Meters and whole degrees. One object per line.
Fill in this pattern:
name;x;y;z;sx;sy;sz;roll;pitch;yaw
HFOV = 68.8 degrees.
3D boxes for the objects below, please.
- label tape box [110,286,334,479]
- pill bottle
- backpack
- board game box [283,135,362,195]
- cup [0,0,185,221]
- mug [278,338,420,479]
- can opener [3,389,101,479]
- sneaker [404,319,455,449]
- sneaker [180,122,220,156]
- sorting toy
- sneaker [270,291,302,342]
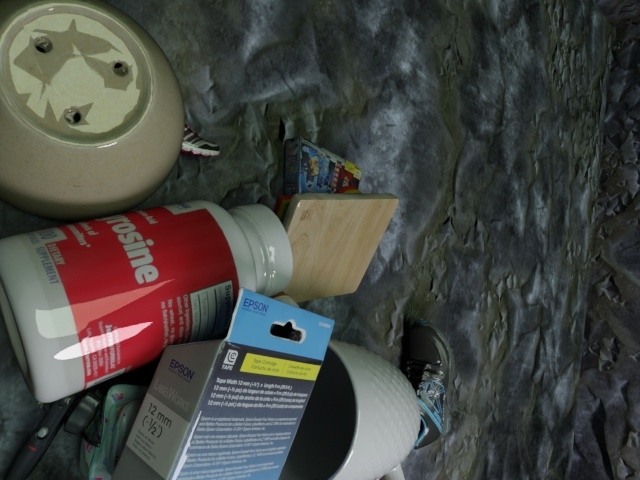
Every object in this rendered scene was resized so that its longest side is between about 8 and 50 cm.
label tape box;-0.135;0.251;0.716;0.249;0.115;0.348;30;77;-53
pill bottle;-0.253;0.063;0.735;0.407;0.229;0.229;-18;101;-39
backpack;-0.295;0.323;0.758;0.165;0.144;0.189;18;86;-43
board game box;-0.008;-0.103;1.049;0.194;0.060;0.194;20;78;-38
cup;-0.329;-0.190;0.629;0.330;0.237;0.331;-1;93;-28
mug;0.067;0.392;0.936;0.328;0.276;0.374;26;37;-47
can opener;-0.403;0.289;0.681;0.073;0.059;0.186;39;91;4
sneaker;0.273;0.385;1.237;0.139;0.125;0.341;-11;96;-42
sneaker;-0.256;-0.199;0.839;0.170;0.063;0.075;13;88;-34
sorting toy;0.000;0.000;0.968;0.255;0.089;0.257;-4;129;-38
sneaker;-0.140;0.220;0.899;0.290;0.123;0.106;-48;126;7
